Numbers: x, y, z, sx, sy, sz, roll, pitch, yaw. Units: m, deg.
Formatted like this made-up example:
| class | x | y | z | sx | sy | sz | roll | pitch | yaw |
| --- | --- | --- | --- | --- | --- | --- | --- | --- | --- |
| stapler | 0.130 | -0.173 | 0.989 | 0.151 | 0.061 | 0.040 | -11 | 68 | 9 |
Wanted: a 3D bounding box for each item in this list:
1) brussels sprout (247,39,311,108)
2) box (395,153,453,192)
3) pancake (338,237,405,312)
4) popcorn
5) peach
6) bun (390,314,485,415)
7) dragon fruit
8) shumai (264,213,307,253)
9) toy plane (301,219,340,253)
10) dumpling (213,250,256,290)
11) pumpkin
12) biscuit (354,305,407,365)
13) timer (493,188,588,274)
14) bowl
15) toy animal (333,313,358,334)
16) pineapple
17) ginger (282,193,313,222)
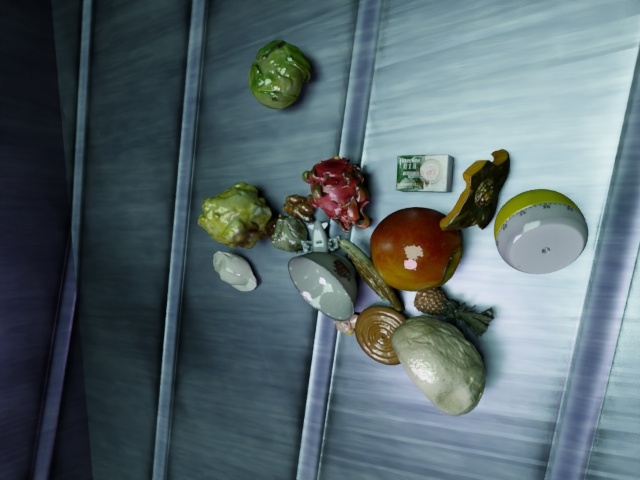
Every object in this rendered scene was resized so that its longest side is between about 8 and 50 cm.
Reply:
| class | x | y | z | sx | sy | sz | roll | pitch | yaw |
| --- | --- | --- | --- | --- | --- | --- | --- | --- | --- |
| brussels sprout | -0.181 | -0.695 | 1.873 | 0.294 | 0.227 | 0.260 | 21 | 89 | 36 |
| box | 0.384 | -0.246 | 1.639 | 0.198 | 0.081 | 0.135 | 4 | 95 | 29 |
| pancake | 0.203 | 0.137 | 1.734 | 0.054 | 0.197 | 0.377 | -39 | 94 | -15 |
| popcorn | -0.391 | -0.103 | 2.006 | 0.311 | 0.312 | 0.313 | 2 | 94 | 31 |
| peach | 0.327 | 0.029 | 1.577 | 0.332 | 0.307 | 0.308 | 17 | 102 | 41 |
| bun | 0.415 | 0.406 | 1.521 | 0.227 | 0.349 | 0.352 | -44 | 49 | 6 |
| dragon fruit | 0.076 | -0.179 | 1.740 | 0.227 | 0.243 | 0.307 | -37 | 65 | -12 |
| shumai | -0.156 | -0.026 | 1.941 | 0.183 | 0.141 | 0.184 | 2 | 94 | 34 |
| toy plane | -0.001 | 0.000 | 1.885 | 0.173 | 0.080 | 0.174 | 0 | 92 | 12 |
| dumpling | -0.415 | 0.161 | 2.137 | 0.252 | 0.131 | 0.179 | 32 | 130 | 4 |
| pumpkin | 0.525 | -0.166 | 1.461 | 0.095 | 0.258 | 0.291 | 28 | 111 | 41 |
| biscuit | 0.251 | 0.380 | 1.748 | 0.261 | 0.037 | 0.262 | 10 | 111 | 27 |
| timer | 0.678 | -0.059 | 1.404 | 0.284 | 0.285 | 0.286 | 2 | 94 | 31 |
| bowl | 0.041 | 0.151 | 1.791 | 0.337 | 0.157 | 0.337 | 32 | 148 | 23 |
| toy animal | 0.111 | 0.352 | 1.837 | 0.114 | 0.082 | 0.092 | -3 | 93 | 30 |
| pineapple | 0.477 | 0.245 | 1.590 | 0.277 | 0.119 | 0.130 | 25 | 86 | 28 |
| ginger | -0.089 | -0.148 | 1.936 | 0.162 | 0.073 | 0.103 | 27 | 120 | 21 |
